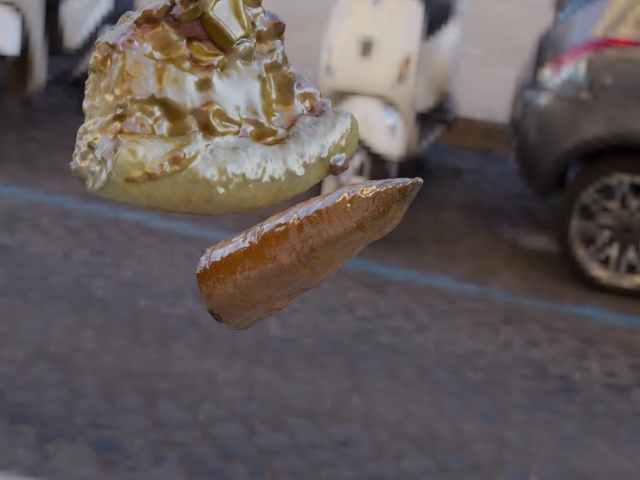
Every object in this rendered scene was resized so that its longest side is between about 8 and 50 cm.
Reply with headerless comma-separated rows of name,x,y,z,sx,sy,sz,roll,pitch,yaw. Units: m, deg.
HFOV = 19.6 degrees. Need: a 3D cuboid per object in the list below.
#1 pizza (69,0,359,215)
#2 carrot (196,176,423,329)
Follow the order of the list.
pizza,-0.055,-0.090,1.040,0.182,0.161,0.062,5,-21,-37
carrot,0.000,0.000,1.388,0.205,0.072,0.072,-27,-1,34
